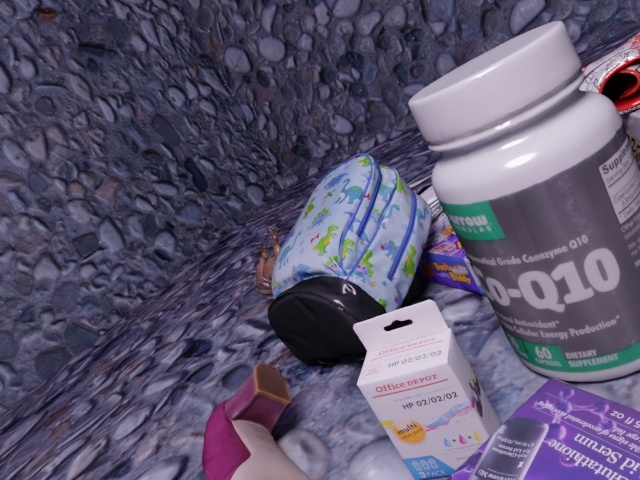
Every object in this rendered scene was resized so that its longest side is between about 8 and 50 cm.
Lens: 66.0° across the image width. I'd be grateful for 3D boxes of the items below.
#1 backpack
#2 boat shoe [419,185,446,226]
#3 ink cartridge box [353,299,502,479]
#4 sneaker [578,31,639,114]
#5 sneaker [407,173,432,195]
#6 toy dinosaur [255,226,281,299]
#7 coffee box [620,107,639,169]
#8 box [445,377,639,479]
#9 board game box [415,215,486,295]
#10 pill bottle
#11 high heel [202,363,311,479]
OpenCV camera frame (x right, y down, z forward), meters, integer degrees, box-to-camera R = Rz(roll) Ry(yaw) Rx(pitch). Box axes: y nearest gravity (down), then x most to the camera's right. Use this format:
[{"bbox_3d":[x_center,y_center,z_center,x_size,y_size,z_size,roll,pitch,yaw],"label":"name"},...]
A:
[{"bbox_3d":[0.060,0.016,0.904,0.355,0.273,0.290,-44,9,-32],"label":"backpack"},{"bbox_3d":[0.267,-0.058,1.098,0.335,0.119,0.121,-38,-8,7],"label":"boat shoe"},{"bbox_3d":[0.112,0.164,0.529,0.104,0.181,0.061,-23,16,26],"label":"ink cartridge box"},{"bbox_3d":[0.514,-0.278,0.751,0.270,0.090,0.145,-31,15,11],"label":"sneaker"},{"bbox_3d":[0.344,-0.136,1.232,0.350,0.131,0.148,-36,21,0],"label":"sneaker"},{"bbox_3d":[-0.128,0.098,1.382,0.295,0.127,0.200,-37,38,59],"label":"toy dinosaur"},{"bbox_3d":[0.564,-0.179,0.826,0.118,0.168,0.297,-25,16,18],"label":"coffee box"},{"bbox_3d":[0.179,0.222,0.352,0.207,0.108,0.153,-35,16,-18],"label":"box"},{"bbox_3d":[0.359,-0.039,0.936,0.347,0.078,0.233,-34,15,-15],"label":"board game box"},{"bbox_3d":[0.256,-0.038,0.568,0.204,0.361,0.204,-29,14,8],"label":"pill bottle"},{"bbox_3d":[-0.097,0.332,0.619,0.181,0.127,0.377,-57,14,14],"label":"high heel"}]
